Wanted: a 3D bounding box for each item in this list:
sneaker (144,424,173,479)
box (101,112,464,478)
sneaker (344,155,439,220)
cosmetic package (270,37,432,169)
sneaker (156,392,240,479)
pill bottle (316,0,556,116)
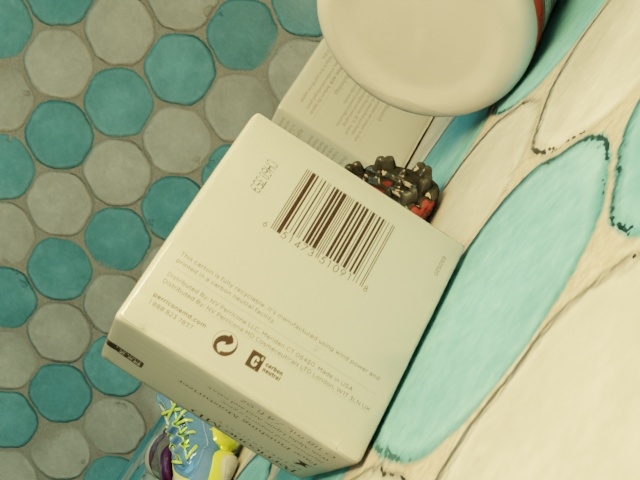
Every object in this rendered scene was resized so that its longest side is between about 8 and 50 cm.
[{"bbox_3d":[-0.181,0.275,1.373,0.223,0.083,0.098,-62,27,-8],"label":"sneaker"},{"bbox_3d":[-0.028,0.043,0.637,0.181,0.181,0.119,-60,5,-26],"label":"box"},{"bbox_3d":[0.005,0.030,0.807,0.276,0.098,0.135,-38,-43,-29],"label":"sneaker"},{"bbox_3d":[0.031,-0.151,1.244,0.151,0.184,0.151,-60,6,-28],"label":"cosmetic package"},{"bbox_3d":[-0.149,0.217,1.015,0.091,0.126,0.240,-53,6,36],"label":"sneaker"},{"bbox_3d":[0.156,-0.311,0.915,0.363,0.210,0.210,-60,6,-37],"label":"pill bottle"}]
